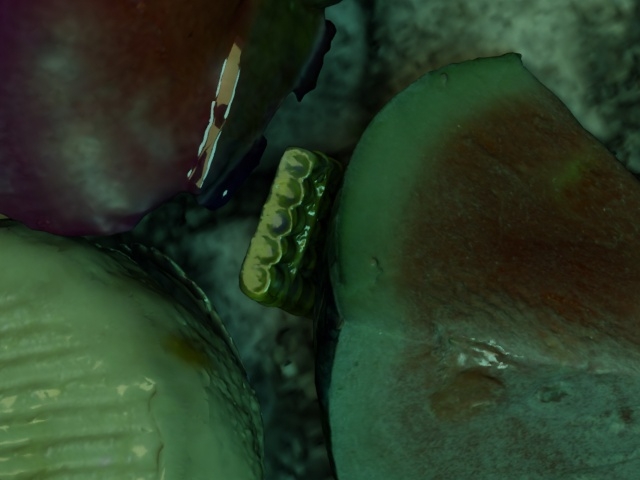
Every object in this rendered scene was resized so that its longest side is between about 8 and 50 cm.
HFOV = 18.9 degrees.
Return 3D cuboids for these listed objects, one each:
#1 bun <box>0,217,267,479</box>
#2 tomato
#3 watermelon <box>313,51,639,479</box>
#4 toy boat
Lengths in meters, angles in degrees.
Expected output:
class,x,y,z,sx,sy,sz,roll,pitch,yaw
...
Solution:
class,x,y,z,sx,sy,sz,roll,pitch,yaw
bun,-0.121,0.108,0.778,0.239,0.141,0.239,-9,66,21
tomato,-0.120,-0.181,0.766,0.289,0.176,0.335,23,73,31
watermelon,0.081,0.031,0.767,0.202,0.136,0.207,26,59,-12
toy boat,0.000,0.000,0.763,0.016,0.115,0.063,20,90,18
